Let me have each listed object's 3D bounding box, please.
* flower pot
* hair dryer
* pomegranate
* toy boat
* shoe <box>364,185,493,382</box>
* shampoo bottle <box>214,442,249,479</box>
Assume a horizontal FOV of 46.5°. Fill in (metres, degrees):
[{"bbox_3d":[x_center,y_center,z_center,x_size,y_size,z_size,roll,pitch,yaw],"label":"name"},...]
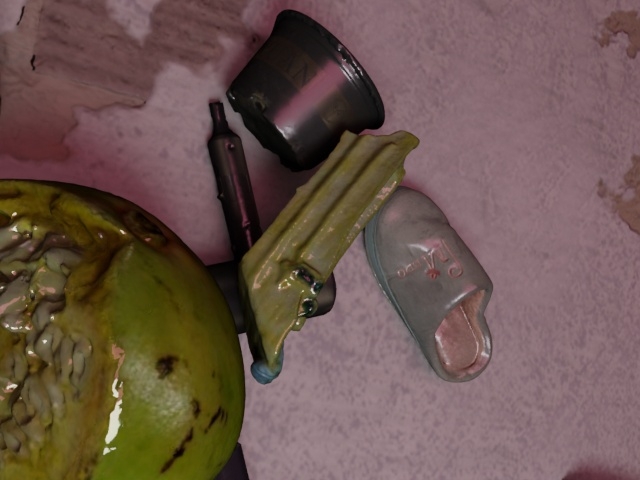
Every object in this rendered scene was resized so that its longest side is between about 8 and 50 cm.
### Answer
[{"bbox_3d":[-0.023,-0.143,0.771,0.107,0.157,0.157,-45,105,-10],"label":"flower pot"},{"bbox_3d":[-0.107,-0.024,0.770,0.196,0.078,0.248,-10,81,-25],"label":"hair dryer"},{"bbox_3d":[-0.210,0.125,0.618,0.216,0.310,0.358,-3,130,-59],"label":"pomegranate"},{"bbox_3d":[-0.006,-0.002,0.705,0.084,0.111,0.276,32,66,5],"label":"toy boat"},{"bbox_3d":[0.140,0.054,0.857,0.103,0.100,0.251,-30,102,-24],"label":"shoe"},{"bbox_3d":[-0.103,0.274,0.723,0.071,0.098,0.309,-16,94,-26],"label":"shampoo bottle"}]
